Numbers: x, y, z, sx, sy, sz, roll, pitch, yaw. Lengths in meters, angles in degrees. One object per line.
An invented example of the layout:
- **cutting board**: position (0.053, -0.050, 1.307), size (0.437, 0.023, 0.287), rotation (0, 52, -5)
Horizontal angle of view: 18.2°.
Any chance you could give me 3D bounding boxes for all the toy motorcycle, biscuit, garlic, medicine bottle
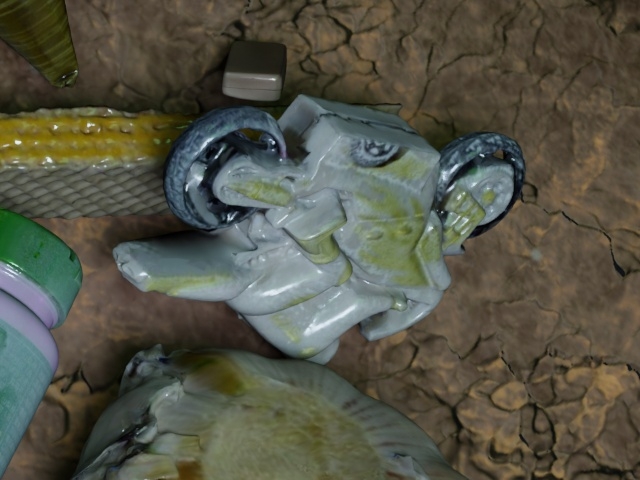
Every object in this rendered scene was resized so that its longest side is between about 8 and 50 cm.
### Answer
- **toy motorcycle**: position (0.000, 0.000, 1.485), size (0.340, 0.223, 0.108), rotation (6, 30, -43)
- **biscuit**: position (-0.114, -0.058, 1.506), size (0.378, 0.094, 0.054), rotation (-2, 65, -28)
- **garlic**: position (-0.030, 0.217, 1.376), size (0.322, 0.241, 0.322), rotation (4, 70, -11)
- **medicine bottle**: position (-0.263, 0.111, 1.353), size (0.133, 0.133, 0.274), rotation (33, 62, -14)

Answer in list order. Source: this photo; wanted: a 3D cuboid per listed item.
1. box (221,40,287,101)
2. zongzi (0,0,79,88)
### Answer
- **box**: position (-0.051, -0.132, 1.555), size (0.048, 0.115, 0.025), rotation (2, 108, 0)
- **zongzi**: position (-0.227, -0.293, 1.507), size (0.288, 0.134, 0.286), rotation (44, 61, -16)
